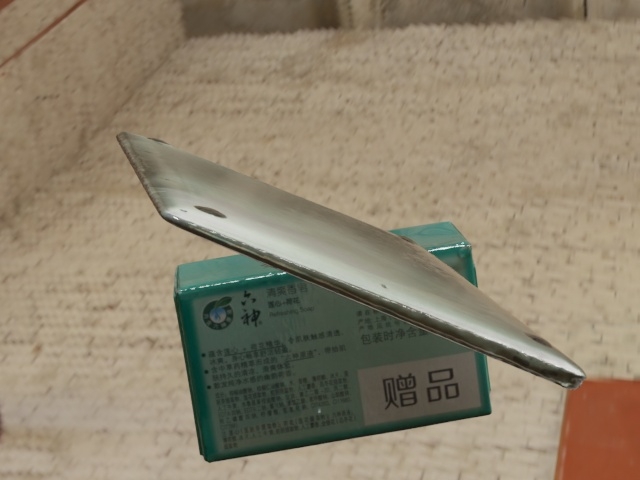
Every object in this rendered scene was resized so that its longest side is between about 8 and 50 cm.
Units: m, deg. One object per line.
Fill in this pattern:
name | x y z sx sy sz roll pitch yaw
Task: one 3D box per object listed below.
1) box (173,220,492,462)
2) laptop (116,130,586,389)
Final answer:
box | 0.009 0.081 1.334 0.245 0.092 0.153 -8 -77 -3
laptop | 0.000 0.000 0.745 0.188 0.269 0.015 22 -84 -14
